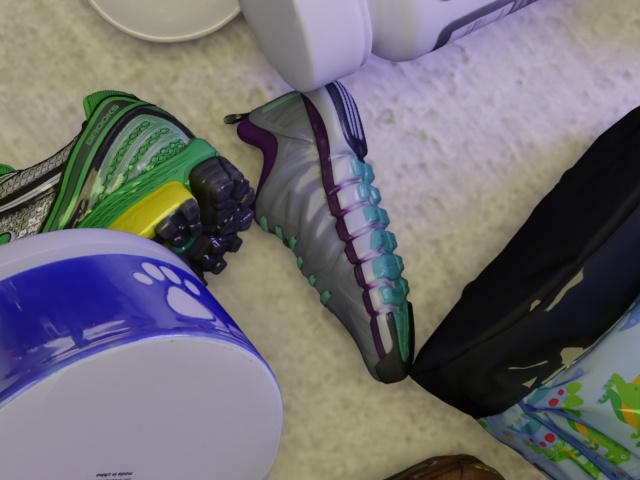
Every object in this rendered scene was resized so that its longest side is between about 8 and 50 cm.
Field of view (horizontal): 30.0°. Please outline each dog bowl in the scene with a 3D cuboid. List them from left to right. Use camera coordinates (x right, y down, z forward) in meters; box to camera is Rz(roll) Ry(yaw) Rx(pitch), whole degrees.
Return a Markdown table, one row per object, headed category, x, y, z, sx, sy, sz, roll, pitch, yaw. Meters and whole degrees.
| category | x | y | z | sx | sy | sz | roll | pitch | yaw |
| --- | --- | --- | --- | --- | --- | --- | --- | --- | --- |
| dog bowl | -0.156 | 0.129 | 0.720 | 0.265 | 0.265 | 0.104 | -40 | 52 | -7 |

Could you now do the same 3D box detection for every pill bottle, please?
| category | x | y | z | sx | sy | sz | roll | pitch | yaw |
| --- | --- | --- | --- | --- | --- | --- | --- | --- | --- |
| pill bottle | 0.084 | -0.222 | 0.820 | 0.283 | 0.161 | 0.161 | -27 | 86 | -12 |

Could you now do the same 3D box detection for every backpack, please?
| category | x | y | z | sx | sy | sz | roll | pitch | yaw |
| --- | --- | --- | --- | --- | --- | --- | --- | --- | --- |
| backpack | 0.293 | 0.107 | 0.785 | 0.290 | 0.273 | 0.355 | -45 | 101 | -14 |

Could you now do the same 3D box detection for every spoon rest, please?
| category | x | y | z | sx | sy | sz | roll | pitch | yaw |
| --- | --- | --- | --- | --- | --- | --- | --- | --- | --- |
| spoon rest | -0.133 | -0.275 | 0.862 | 0.137 | 0.084 | 0.276 | -19 | 84 | -6 |

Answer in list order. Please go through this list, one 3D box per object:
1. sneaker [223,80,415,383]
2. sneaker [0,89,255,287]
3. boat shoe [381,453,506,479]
| category | x | y | z | sx | sy | sz | roll | pitch | yaw |
| --- | --- | --- | --- | --- | --- | --- | --- | --- | --- |
| sneaker | 0.000 | 0.000 | 0.856 | 0.098 | 0.083 | 0.224 | -17 | 79 | 14 |
| sneaker | -0.209 | 0.042 | 0.815 | 0.343 | 0.134 | 0.146 | -43 | 67 | -6 |
| boat shoe | -0.002 | 0.246 | 0.805 | 0.307 | 0.104 | 0.111 | -23 | 114 | -10 |
